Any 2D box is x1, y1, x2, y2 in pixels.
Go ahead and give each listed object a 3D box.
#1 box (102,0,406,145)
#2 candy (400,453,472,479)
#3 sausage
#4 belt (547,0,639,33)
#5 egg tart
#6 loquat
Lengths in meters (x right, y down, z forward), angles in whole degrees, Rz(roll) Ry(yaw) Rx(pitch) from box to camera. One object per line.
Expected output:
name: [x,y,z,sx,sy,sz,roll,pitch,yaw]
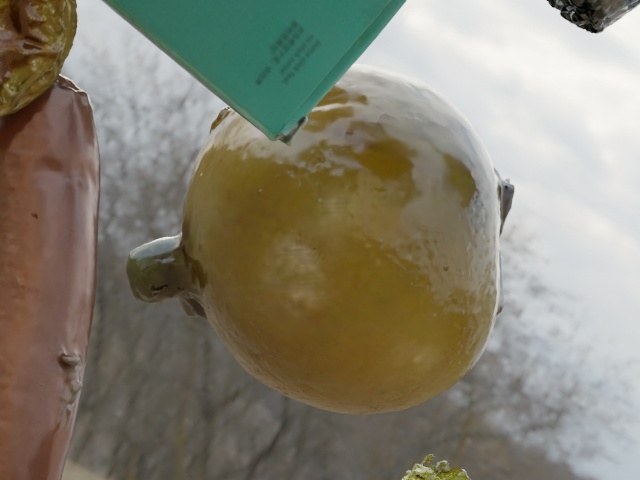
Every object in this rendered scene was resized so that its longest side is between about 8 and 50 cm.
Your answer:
box: [-0.084,-0.235,1.034,0.311,0.205,0.118,38,6,-24]
candy: [0.019,0.216,0.928,0.297,0.081,0.187,-20,31,-35]
sausage: [-0.187,0.108,0.962,0.094,0.419,0.094,7,-4,-2]
belt: [0.179,-0.308,1.194,0.295,0.160,0.207,58,2,3]
egg tart: [-0.188,-0.122,0.894,0.052,0.130,0.130,39,3,41]
loquat: [0.000,0.000,1.524,0.359,0.328,0.328,-9,-2,-6]
